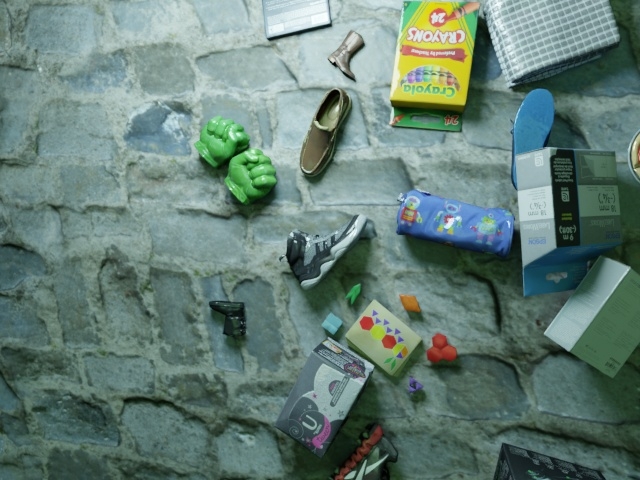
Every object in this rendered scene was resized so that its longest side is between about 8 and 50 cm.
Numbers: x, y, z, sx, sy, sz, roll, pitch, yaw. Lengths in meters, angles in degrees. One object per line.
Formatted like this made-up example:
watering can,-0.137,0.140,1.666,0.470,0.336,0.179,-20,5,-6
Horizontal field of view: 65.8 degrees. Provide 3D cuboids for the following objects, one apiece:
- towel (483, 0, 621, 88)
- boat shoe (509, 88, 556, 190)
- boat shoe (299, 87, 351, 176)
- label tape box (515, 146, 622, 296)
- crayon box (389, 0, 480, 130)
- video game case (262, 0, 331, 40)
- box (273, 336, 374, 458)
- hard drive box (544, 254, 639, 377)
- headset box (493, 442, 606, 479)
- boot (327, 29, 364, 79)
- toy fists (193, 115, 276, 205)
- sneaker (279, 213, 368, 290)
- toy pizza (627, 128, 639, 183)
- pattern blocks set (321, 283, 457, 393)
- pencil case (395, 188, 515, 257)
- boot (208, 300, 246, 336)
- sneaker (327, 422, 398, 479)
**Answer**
towel,0.578,-0.542,1.232,0.283,0.121,0.235,-19,86,12
boat shoe,0.523,-0.250,1.260,0.108,0.089,0.259,15,96,14
boat shoe,0.001,-0.306,1.376,0.095,0.095,0.258,22,94,12
label tape box,0.590,-0.042,1.166,0.240,0.105,0.334,-3,89,-27
crayon box,0.299,-0.463,1.317,0.202,0.081,0.319,7,91,13
video game case,-0.079,-0.739,1.438,0.195,0.026,0.275,-7,87,13
box,0.012,0.418,1.324,0.163,0.142,0.248,30,104,14
hard drive box,0.679,0.182,1.173,0.181,0.089,0.232,30,97,-24
headset box,0.547,0.615,1.142,0.246,0.283,0.132,12,92,12
boot,0.091,-0.524,1.392,0.106,0.037,0.114,44,94,8
toy fists,-0.243,-0.240,1.434,0.142,0.096,0.279,-42,79,8
sneaker,0.000,0.000,1.369,0.153,0.101,0.269,43,101,8
toy pizza,0.864,-0.209,1.206,0.201,0.032,0.202,0,89,13
pattern blocks set,0.177,0.271,1.363,0.285,0.026,0.325,-44,81,9
pencil case,0.347,-0.049,1.281,0.305,0.119,0.133,14,84,13
boot,-0.276,0.230,1.463,0.121,0.045,0.099,3,93,12
sneaker,0.109,0.637,1.338,0.135,0.097,0.276,38,96,13
